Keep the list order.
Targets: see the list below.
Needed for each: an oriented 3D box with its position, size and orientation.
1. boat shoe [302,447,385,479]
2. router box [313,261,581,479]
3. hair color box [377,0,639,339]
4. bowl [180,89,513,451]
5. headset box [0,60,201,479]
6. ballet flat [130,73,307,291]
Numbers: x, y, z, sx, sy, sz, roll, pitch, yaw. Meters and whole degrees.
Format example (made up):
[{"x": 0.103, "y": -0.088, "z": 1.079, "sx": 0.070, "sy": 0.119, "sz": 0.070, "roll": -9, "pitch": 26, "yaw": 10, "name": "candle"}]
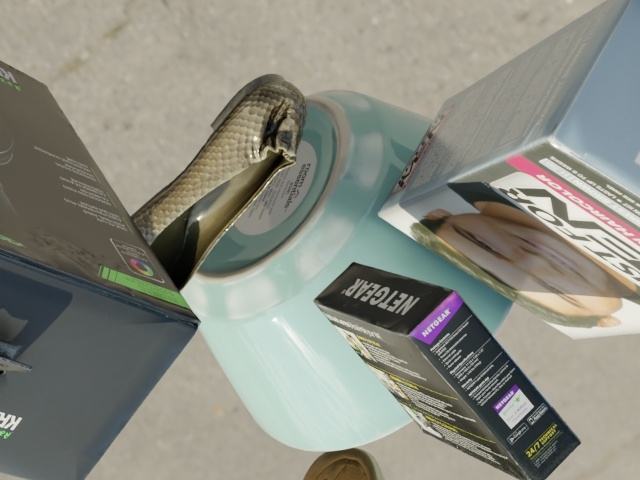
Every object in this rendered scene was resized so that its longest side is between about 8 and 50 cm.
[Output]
[{"x": 0.033, "y": 0.321, "z": 1.432, "sx": 0.104, "sy": 0.285, "sz": 0.089, "roll": -3, "pitch": 173, "yaw": 36, "name": "boat shoe"}, {"x": 0.077, "y": 0.083, "z": 1.081, "sx": 0.046, "sy": 0.133, "sz": 0.179, "roll": -44, "pitch": -163, "yaw": -11, "name": "router box"}, {"x": 0.183, "y": -0.033, "z": 1.079, "sx": 0.113, "sy": 0.185, "sz": 0.374, "roll": -59, "pitch": -173, "yaw": -10, "name": "hair color box"}, {"x": 0.000, "y": 0.000, "z": 1.361, "sx": 0.311, "sy": 0.311, "sz": 0.163, "roll": -41, "pitch": 126, "yaw": 15, "name": "bowl"}, {"x": -0.233, "y": -0.010, "z": 0.907, "sx": 0.246, "sy": 0.283, "sz": 0.131, "roll": 24, "pitch": 110, "yaw": -41, "name": "headset box"}, {"x": -0.089, "y": -0.016, "z": 1.245, "sx": 0.250, "sy": 0.058, "sz": 0.084, "roll": -50, "pitch": 154, "yaw": 18, "name": "ballet flat"}]
